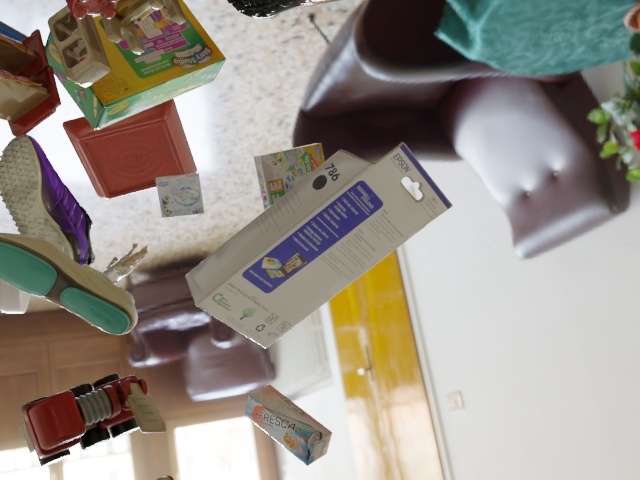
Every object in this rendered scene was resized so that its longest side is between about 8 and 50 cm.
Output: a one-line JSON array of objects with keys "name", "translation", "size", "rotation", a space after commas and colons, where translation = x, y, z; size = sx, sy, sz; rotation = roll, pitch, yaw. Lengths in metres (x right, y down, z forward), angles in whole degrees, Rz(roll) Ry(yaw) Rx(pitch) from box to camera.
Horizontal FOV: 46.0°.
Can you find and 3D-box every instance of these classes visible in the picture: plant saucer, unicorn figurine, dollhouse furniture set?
[{"name": "plant saucer", "translation": [-0.441, -0.203, 1.785], "size": [0.258, 0.048, 0.259], "rotation": [-15, 141, -4]}, {"name": "unicorn figurine", "translation": [-0.415, 0.071, 1.531], "size": [0.060, 0.111, 0.162], "rotation": [32, 128, -7]}, {"name": "dollhouse furniture set", "translation": [-0.420, -0.323, 1.120], "size": [0.374, 0.152, 0.201], "rotation": [-29, 163, 19]}]

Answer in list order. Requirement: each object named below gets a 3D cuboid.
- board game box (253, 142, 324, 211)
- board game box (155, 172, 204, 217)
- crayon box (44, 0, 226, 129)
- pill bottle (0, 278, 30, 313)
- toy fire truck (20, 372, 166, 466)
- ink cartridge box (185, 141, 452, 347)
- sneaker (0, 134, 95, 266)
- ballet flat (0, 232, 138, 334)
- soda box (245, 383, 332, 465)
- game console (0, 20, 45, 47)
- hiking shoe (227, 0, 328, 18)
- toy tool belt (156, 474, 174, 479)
[{"name": "board game box", "translation": [-0.035, -0.060, 1.128], "size": [0.103, 0.154, 0.026], "rotation": [-16, -169, -25]}, {"name": "board game box", "translation": [-0.293, -0.094, 1.574], "size": [0.090, 0.020, 0.090], "rotation": [-6, 124, -6]}, {"name": "crayon box", "translation": [-0.329, -0.329, 1.358], "size": [0.278, 0.165, 0.081], "rotation": [-33, 175, -37]}, {"name": "pill bottle", "translation": [-0.807, 0.089, 1.689], "size": [0.283, 0.161, 0.161], "rotation": [3, 162, -10]}, {"name": "toy fire truck", "translation": [-0.396, 0.315, 1.356], "size": [0.217, 0.159, 0.246], "rotation": [-14, 163, -39]}, {"name": "ink cartridge box", "translation": [0.000, 0.000, 0.993], "size": [0.332, 0.065, 0.165], "rotation": [-37, 138, 9]}, {"name": "sneaker", "translation": [-0.525, -0.064, 1.477], "size": [0.102, 0.294, 0.146], "rotation": [-23, 174, 20]}, {"name": "ballet flat", "translation": [-0.372, 0.051, 1.089], "size": [0.248, 0.086, 0.086], "rotation": [37, 142, -21]}, {"name": "soda box", "translation": [-0.066, 0.363, 1.496], "size": [0.183, 0.058, 0.063], "rotation": [30, -149, 33]}, {"name": "game console", "translation": [-0.717, -0.377, 1.519], "size": [0.293, 0.173, 0.250], "rotation": [28, 114, -31]}, {"name": "hiking shoe", "translation": [-0.037, -0.449, 1.324], "size": [0.304, 0.113, 0.132], "rotation": [11, -160, 36]}, {"name": "toy tool belt", "translation": [-0.137, 0.243, 0.651], "size": [0.051, 0.083, 0.052], "rotation": [5, 128, -47]}]
